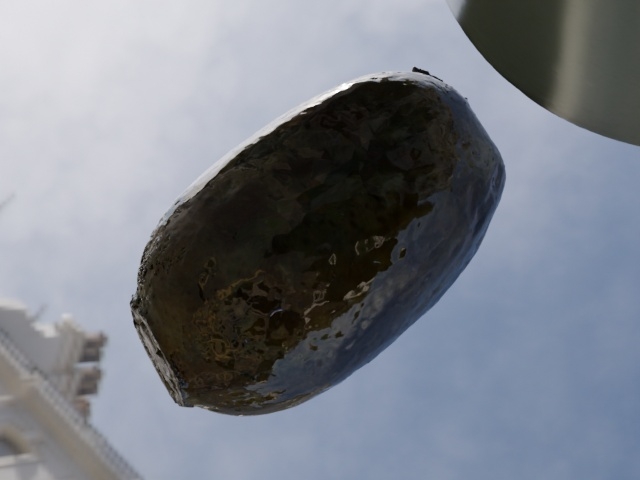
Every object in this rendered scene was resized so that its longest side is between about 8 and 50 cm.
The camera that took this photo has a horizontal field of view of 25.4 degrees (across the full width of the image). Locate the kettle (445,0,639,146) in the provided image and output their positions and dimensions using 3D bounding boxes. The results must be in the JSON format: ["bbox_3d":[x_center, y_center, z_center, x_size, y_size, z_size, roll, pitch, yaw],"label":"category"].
[{"bbox_3d":[0.190,-0.178,0.447,0.361,0.376,0.250,14,-97,12],"label":"kettle"}]

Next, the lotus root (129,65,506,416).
[{"bbox_3d":[0.000,0.000,0.921,0.160,0.275,0.152,48,-17,10],"label":"lotus root"}]
